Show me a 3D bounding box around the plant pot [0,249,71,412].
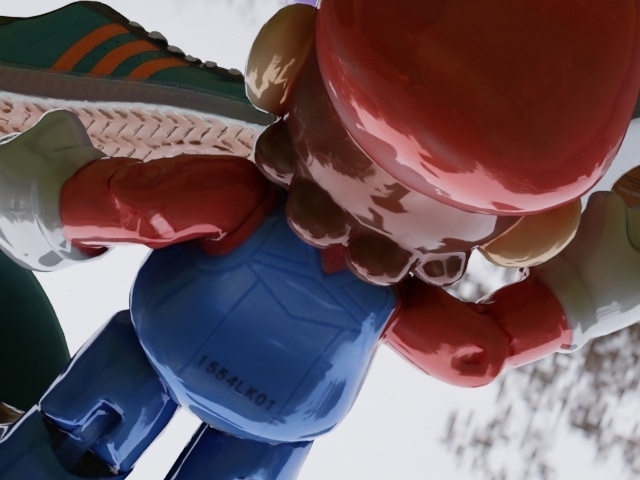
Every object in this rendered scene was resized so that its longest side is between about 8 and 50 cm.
[{"bbox_3d":[-0.343,0.122,1.293,0.235,0.293,0.293,-3,-159,39],"label":"plant pot"}]

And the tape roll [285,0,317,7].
[{"bbox_3d":[0.101,-0.186,0.849,0.090,0.274,0.275,35,-140,27],"label":"tape roll"}]

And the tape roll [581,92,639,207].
[{"bbox_3d":[0.265,-0.061,1.482,0.219,0.219,0.072,8,-124,-11],"label":"tape roll"}]

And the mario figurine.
[{"bbox_3d":[0.000,0.000,0.741,0.198,0.320,0.170,15,-147,-45],"label":"mario figurine"}]

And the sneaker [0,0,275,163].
[{"bbox_3d":[-0.143,-0.121,1.491,0.302,0.108,0.121,11,-124,6],"label":"sneaker"}]
